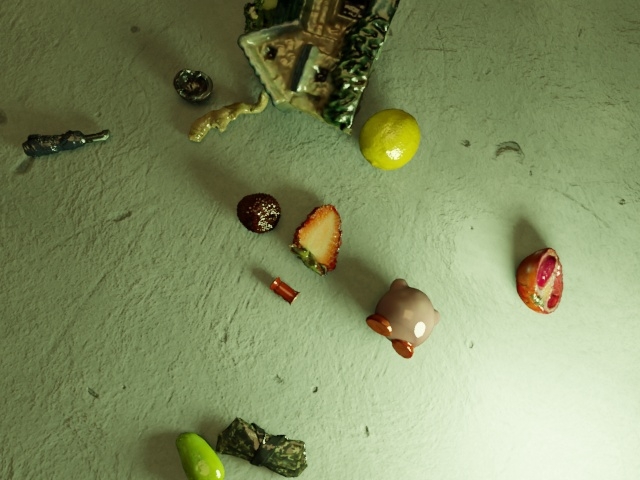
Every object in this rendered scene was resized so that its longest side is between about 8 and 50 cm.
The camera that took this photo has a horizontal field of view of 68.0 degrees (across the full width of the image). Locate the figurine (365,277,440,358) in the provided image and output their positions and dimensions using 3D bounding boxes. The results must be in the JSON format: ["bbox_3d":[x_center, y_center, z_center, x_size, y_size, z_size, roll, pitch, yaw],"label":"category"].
[{"bbox_3d":[0.233,0.207,1.305,0.173,0.173,0.174,1,75,-4],"label":"figurine"}]

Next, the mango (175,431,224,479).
[{"bbox_3d":[-0.313,0.567,1.217,0.091,0.074,0.165,-42,81,-11],"label":"mango"}]

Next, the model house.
[{"bbox_3d":[-0.021,-0.562,1.307,0.399,0.395,0.446,22,104,2],"label":"model house"}]

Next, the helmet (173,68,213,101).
[{"bbox_3d":[-0.397,-0.479,1.492,0.123,0.070,0.098,17,81,-6],"label":"helmet"}]

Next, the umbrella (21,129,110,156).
[{"bbox_3d":[-0.760,-0.299,1.421,0.247,0.071,0.071,-9,76,-5],"label":"umbrella"}]

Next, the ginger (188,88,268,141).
[{"bbox_3d":[-0.283,-0.388,1.476,0.287,0.075,0.089,-25,55,-5],"label":"ginger"}]

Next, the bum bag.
[{"bbox_3d":[-0.149,0.540,1.237,0.247,0.069,0.102,17,110,-1],"label":"bum bag"}]

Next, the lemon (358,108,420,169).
[{"bbox_3d":[0.210,-0.309,1.434,0.178,0.178,0.203,34,80,5],"label":"lemon"}]

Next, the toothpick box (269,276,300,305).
[{"bbox_3d":[-0.103,0.144,1.359,0.083,0.047,0.047,37,76,7],"label":"toothpick box"}]

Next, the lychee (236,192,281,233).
[{"bbox_3d":[-0.182,-0.083,1.379,0.129,0.123,0.123,37,75,15],"label":"lychee"}]

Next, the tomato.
[{"bbox_3d":[0.636,0.114,1.398,0.173,0.099,0.189,-49,123,-28],"label":"tomato"}]

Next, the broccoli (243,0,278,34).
[{"bbox_3d":[-0.155,-0.715,1.521,0.226,0.176,0.198,-35,77,-27],"label":"broccoli"}]

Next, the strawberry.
[{"bbox_3d":[-0.004,0.003,1.396,0.167,0.087,0.208,49,50,-11],"label":"strawberry"}]
